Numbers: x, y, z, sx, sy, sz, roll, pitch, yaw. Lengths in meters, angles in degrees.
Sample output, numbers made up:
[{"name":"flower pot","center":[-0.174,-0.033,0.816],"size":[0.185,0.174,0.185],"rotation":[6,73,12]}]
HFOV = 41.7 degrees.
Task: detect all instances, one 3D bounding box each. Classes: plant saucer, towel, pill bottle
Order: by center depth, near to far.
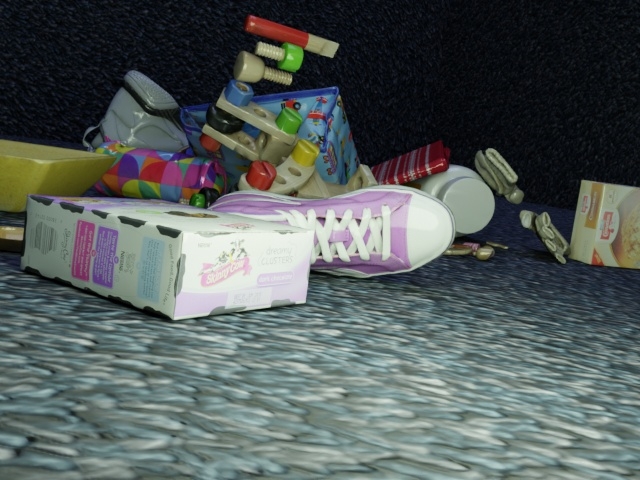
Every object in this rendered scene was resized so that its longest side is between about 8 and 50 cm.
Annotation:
[{"name":"plant saucer","center":[-0.302,0.000,0.838],"size":[0.083,0.015,0.083],"rotation":[8,6,-1]},{"name":"plant saucer","center":[-0.494,-0.102,1.191],"size":[0.333,0.081,0.333],"rotation":[7,7,1]},{"name":"towel","center":[0.114,-0.114,1.591],"size":[0.275,0.031,0.199],"rotation":[-21,12,13]},{"name":"pill bottle","center":[0.240,-0.079,1.611],"size":[0.136,0.136,0.246],"rotation":[7,7,-12]}]

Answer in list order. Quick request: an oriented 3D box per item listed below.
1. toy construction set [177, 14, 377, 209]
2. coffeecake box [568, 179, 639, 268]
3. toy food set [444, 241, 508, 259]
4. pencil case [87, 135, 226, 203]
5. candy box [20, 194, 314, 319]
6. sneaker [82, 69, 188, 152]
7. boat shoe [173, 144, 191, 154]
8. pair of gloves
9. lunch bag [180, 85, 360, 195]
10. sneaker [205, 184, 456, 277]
[{"name":"toy construction set","center":[-0.029,-0.134,1.192],"size":[0.237,0.308,0.257],"rotation":[10,13,-26]},{"name":"coffeecake box","center":[0.545,-0.025,1.493],"size":[0.186,0.142,0.068],"rotation":[5,8,-21]},{"name":"toy food set","center":[0.224,0.018,1.303],"size":[0.122,0.019,0.078],"rotation":[-2,10,-18]},{"name":"pencil case","center":[-0.276,-0.111,1.417],"size":[0.236,0.104,0.104],"rotation":[13,8,18]},{"name":"candy box","center":[-0.132,0.009,0.734],"size":[0.196,0.070,0.165],"rotation":[12,8,36]},{"name":"sneaker","center":[-0.340,-0.184,1.867],"size":[0.366,0.210,0.137],"rotation":[42,-3,-18]},{"name":"boat shoe","center":[-0.220,-0.174,1.762],"size":[0.123,0.123,0.342],"rotation":[-9,18,44]},{"name":"pair of gloves","center":[0.352,-0.063,1.488],"size":[0.240,0.042,0.204],"rotation":[52,7,0]},{"name":"lunch bag","center":[-0.097,-0.134,1.436],"size":[0.293,0.138,0.221],"rotation":[1,-34,16]},{"name":"sneaker","center":[0.000,0.001,0.886],"size":[0.282,0.102,0.161],"rotation":[-2,9,10]}]
